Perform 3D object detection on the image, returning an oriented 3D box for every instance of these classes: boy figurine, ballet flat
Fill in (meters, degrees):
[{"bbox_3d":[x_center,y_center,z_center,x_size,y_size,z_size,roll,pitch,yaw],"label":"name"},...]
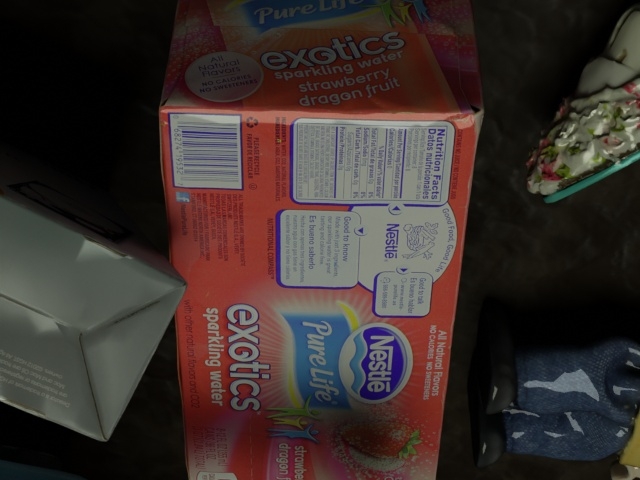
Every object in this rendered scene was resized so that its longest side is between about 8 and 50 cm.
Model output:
[{"bbox_3d":[0.241,0.096,0.903,0.285,0.092,0.177,1,133,1],"label":"boy figurine"},{"bbox_3d":[0.204,-0.103,0.735,0.241,0.091,0.077,-27,97,20],"label":"ballet flat"}]

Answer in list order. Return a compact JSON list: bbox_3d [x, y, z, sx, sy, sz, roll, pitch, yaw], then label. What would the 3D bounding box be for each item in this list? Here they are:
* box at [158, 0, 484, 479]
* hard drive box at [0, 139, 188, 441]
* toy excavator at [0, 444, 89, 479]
[{"bbox_3d":[0.000,0.000,0.784,0.154,0.142,0.300,1,134,1],"label":"box"},{"bbox_3d":[-0.188,-0.004,0.723,0.181,0.232,0.089,27,93,-22],"label":"hard drive box"},{"bbox_3d":[-0.199,0.211,0.814,0.433,0.222,0.445,13,163,-12],"label":"toy excavator"}]
